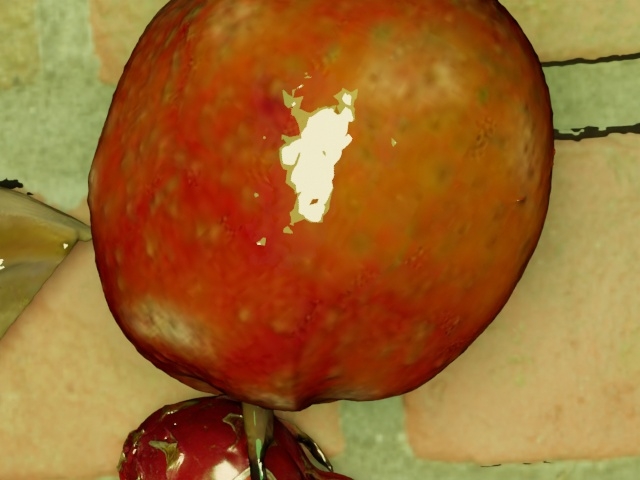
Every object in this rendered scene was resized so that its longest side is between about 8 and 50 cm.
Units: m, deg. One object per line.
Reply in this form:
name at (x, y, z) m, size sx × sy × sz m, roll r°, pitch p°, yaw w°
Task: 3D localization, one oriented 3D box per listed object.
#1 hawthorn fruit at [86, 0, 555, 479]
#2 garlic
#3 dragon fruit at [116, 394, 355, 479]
hawthorn fruit at (0.000, 0.000, 0.978) m, size 0.254 × 0.254 × 0.300 m, roll 5°, pitch 91°, yaw 6°
garlic at (-0.235, 0.034, 1.078) m, size 0.101 × 0.087 × 0.195 m, roll 43°, pitch 89°, yaw -7°
dragon fruit at (-0.025, 0.141, 1.051) m, size 0.191 × 0.094 × 0.094 m, roll 12°, pitch 89°, yaw 1°
